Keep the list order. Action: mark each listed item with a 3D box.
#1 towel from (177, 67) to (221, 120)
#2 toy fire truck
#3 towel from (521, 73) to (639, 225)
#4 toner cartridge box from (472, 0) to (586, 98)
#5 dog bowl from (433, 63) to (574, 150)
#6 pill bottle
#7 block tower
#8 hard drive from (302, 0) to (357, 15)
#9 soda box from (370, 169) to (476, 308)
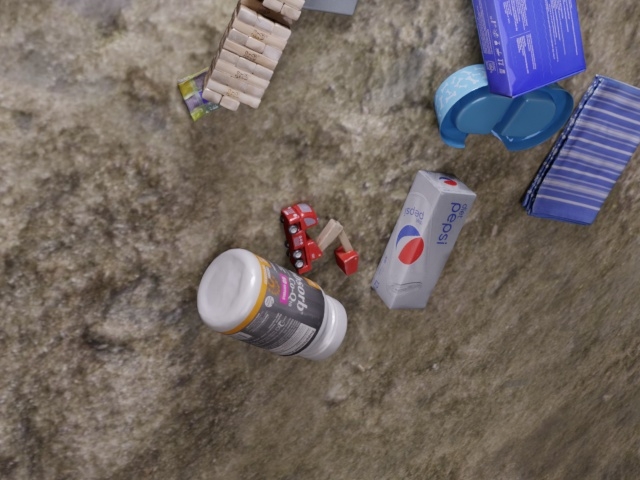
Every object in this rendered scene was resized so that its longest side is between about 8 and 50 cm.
[{"bbox_3d":[-0.199,-0.242,1.567,0.060,0.009,0.083,-27,133,-12],"label":"towel"},{"bbox_3d":[0.000,0.000,1.844,0.135,0.047,0.192,-22,131,-16],"label":"toy fire truck"},{"bbox_3d":[0.601,-0.185,2.072,0.243,0.040,0.336,9,118,-36],"label":"towel"},{"bbox_3d":[0.345,-0.437,1.626,0.165,0.075,0.348,-22,112,-18],"label":"toner cartridge box"},{"bbox_3d":[0.345,-0.258,1.815,0.297,0.074,0.166,0,140,-30],"label":"dog bowl"},{"bbox_3d":[-0.087,0.132,1.812,0.278,0.162,0.162,26,107,-42],"label":"pill bottle"},{"bbox_3d":[-0.079,-0.366,1.466,0.091,0.097,0.335,21,112,-16],"label":"block tower"},{"bbox_3d":[0.005,-0.422,1.546,0.135,0.022,0.094,0,123,-31],"label":"hard drive"},{"bbox_3d":[0.207,0.003,1.940,0.098,0.091,0.286,4,121,-33],"label":"soda box"}]
